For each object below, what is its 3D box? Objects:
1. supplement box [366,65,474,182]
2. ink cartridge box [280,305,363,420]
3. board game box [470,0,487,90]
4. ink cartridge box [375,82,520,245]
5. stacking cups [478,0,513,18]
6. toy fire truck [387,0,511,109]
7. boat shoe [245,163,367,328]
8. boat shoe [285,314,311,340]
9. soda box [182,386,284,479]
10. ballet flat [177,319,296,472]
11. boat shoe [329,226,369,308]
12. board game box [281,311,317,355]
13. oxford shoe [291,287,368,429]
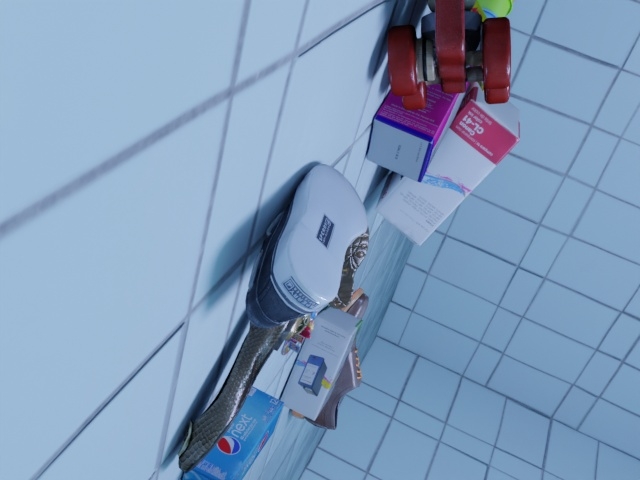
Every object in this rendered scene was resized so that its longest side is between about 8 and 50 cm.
[{"bbox_3d":[0.180,-0.232,1.270,0.220,0.113,0.111,-58,167,-31],"label":"supplement box"},{"bbox_3d":[0.004,0.265,1.570,0.213,0.093,0.154,-66,170,10],"label":"ink cartridge box"},{"bbox_3d":[0.277,-0.372,1.290,0.043,0.181,0.092,-24,166,-1],"label":"board game box"},{"bbox_3d":[0.266,-0.168,1.484,0.306,0.131,0.226,-48,-173,27],"label":"ink cartridge box"},{"bbox_3d":[0.331,-0.431,1.480,0.096,0.096,0.316,91,22,-65],"label":"stacking cups"},{"bbox_3d":[0.194,-0.338,1.063,0.302,0.169,0.254,-3,91,-77],"label":"toy fire truck"},{"bbox_3d":[-0.019,0.004,0.877,0.102,0.108,0.301,-35,-161,27],"label":"boat shoe"},{"bbox_3d":[-0.024,0.118,1.190,0.056,0.048,0.153,-50,-176,37],"label":"boat shoe"},{"bbox_3d":[-0.130,0.311,1.073,0.210,0.067,0.071,-46,158,-61],"label":"soda box"},{"bbox_3d":[-0.115,0.179,0.919,0.250,0.058,0.084,-57,-171,-16],"label":"ballet flat"},{"bbox_3d":[0.043,0.041,1.378,0.060,0.064,0.178,24,-81,68],"label":"boat shoe"},{"bbox_3d":[-0.019,0.146,1.349,0.169,0.033,0.133,-68,169,17],"label":"board game box"},{"bbox_3d":[0.057,0.297,1.786,0.364,0.132,0.130,-67,169,6],"label":"oxford shoe"}]
